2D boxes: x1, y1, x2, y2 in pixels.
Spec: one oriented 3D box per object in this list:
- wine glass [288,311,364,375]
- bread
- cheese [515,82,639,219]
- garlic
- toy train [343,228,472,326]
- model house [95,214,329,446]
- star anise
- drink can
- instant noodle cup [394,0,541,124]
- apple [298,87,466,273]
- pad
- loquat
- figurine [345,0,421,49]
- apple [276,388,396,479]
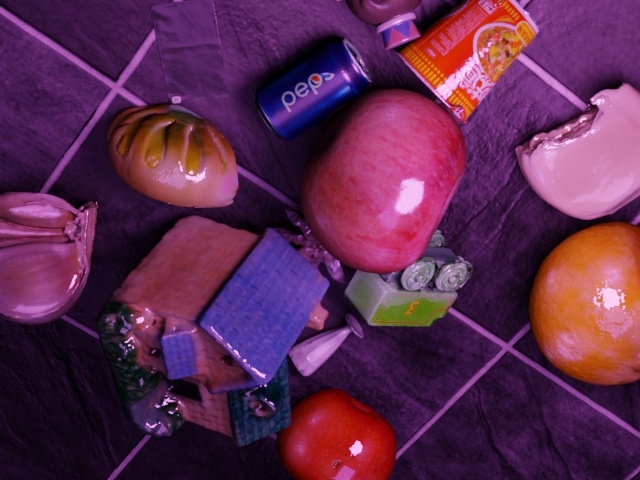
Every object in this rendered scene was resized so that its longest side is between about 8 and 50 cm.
[{"bbox_3d":[0.013,0.220,2.081,0.155,0.073,0.073,-36,115,12],"label":"wine glass"},{"bbox_3d":[-0.273,-0.151,1.813,0.261,0.156,0.158,15,119,-11],"label":"bread"},{"bbox_3d":[0.516,-0.172,1.856,0.266,0.127,0.233,-34,115,14],"label":"cheese"},{"bbox_3d":[-0.559,0.028,1.874,0.292,0.210,0.237,-12,125,-6],"label":"garlic"},{"bbox_3d":[0.178,0.078,1.942,0.243,0.132,0.188,4,125,-40],"label":"toy train"},{"bbox_3d":[-0.180,0.211,1.879,0.343,0.334,0.382,16,132,18],"label":"model house"},{"bbox_3d":[0.000,0.000,1.944,0.236,0.093,0.229,-30,115,11],"label":"star anise"},{"bbox_3d":[-0.014,-0.276,1.779,0.205,0.118,0.118,-33,115,15],"label":"drink can"},{"bbox_3d":[0.270,-0.341,1.730,0.212,0.193,0.193,-44,112,11],"label":"instant noodle cup"},{"bbox_3d":[0.104,-0.115,1.748,0.269,0.345,0.344,27,116,8],"label":"apple"},{"bbox_3d":[-0.239,-0.346,1.794,0.116,0.004,0.193,-7,118,1],"label":"pad"},{"bbox_3d":[0.584,0.143,1.913,0.328,0.359,0.328,-15,133,-17],"label":"loquat"},{"bbox_3d":[0.094,-0.460,1.657,0.161,0.158,0.275,-39,115,-6],"label":"figurine"},{"bbox_3d":[0.038,0.447,2.102,0.260,0.260,0.216,37,87,-20],"label":"apple"}]
